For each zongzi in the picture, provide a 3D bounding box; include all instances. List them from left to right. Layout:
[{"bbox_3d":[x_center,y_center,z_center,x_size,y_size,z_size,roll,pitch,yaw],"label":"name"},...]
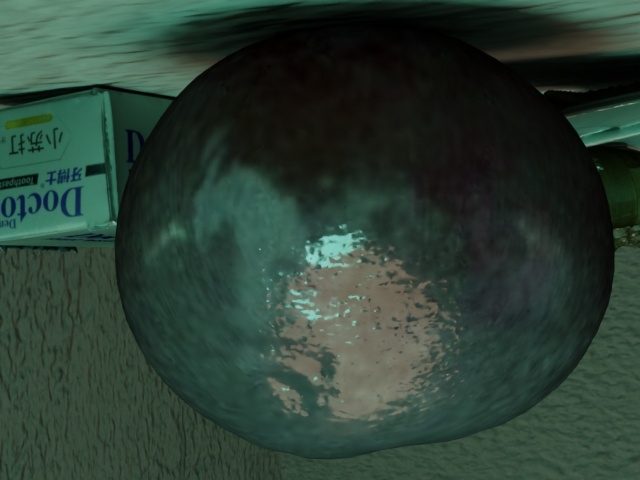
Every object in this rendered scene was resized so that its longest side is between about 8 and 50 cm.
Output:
[{"bbox_3d":[0.171,-0.039,1.048,0.109,0.055,0.119,-3,-169,-16],"label":"zongzi"}]

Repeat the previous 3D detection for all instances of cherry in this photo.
[{"bbox_3d":[0.009,-0.003,0.535,0.176,0.140,0.176,0,147,0],"label":"cherry"}]

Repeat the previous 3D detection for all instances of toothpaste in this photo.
[{"bbox_3d":[-0.050,-0.031,0.810,0.089,0.071,0.313,-6,176,28],"label":"toothpaste"}]

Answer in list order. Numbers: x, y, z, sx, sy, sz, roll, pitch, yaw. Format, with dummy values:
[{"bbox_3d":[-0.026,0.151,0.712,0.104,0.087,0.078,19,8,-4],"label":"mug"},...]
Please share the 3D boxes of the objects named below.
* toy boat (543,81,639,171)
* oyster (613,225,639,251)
[{"bbox_3d":[0.126,-0.041,0.663,0.291,0.067,0.220,-6,176,36],"label":"toy boat"},{"bbox_3d":[0.251,-0.026,1.448,0.199,0.087,0.252,-2,-169,26],"label":"oyster"}]
